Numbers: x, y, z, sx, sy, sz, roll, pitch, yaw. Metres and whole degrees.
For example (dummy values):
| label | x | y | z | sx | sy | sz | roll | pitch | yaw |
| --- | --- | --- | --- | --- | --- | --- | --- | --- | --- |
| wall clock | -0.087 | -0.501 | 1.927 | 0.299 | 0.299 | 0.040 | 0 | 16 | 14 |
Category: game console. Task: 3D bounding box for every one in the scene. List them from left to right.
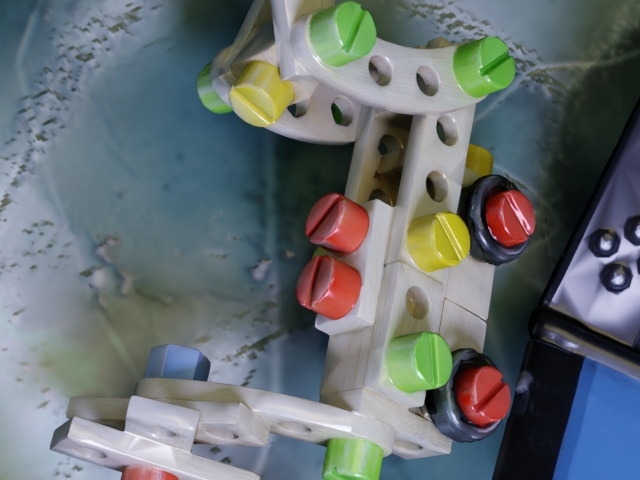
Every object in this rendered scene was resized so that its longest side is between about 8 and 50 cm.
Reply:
| label | x | y | z | sx | sy | sz | roll | pitch | yaw |
| --- | --- | --- | --- | --- | --- | --- | --- | --- | --- |
| game console | 0.261 | 0.084 | 0.884 | 0.293 | 0.173 | 0.250 | 24 | 102 | -2 |

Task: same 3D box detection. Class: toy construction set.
| label | x | y | z | sx | sy | sz | roll | pitch | yaw |
| --- | --- | --- | --- | --- | --- | --- | --- | --- | --- |
| toy construction set | 0.000 | 0.000 | 0.887 | 0.215 | 0.151 | 0.328 | 29 | 76 | -35 |
